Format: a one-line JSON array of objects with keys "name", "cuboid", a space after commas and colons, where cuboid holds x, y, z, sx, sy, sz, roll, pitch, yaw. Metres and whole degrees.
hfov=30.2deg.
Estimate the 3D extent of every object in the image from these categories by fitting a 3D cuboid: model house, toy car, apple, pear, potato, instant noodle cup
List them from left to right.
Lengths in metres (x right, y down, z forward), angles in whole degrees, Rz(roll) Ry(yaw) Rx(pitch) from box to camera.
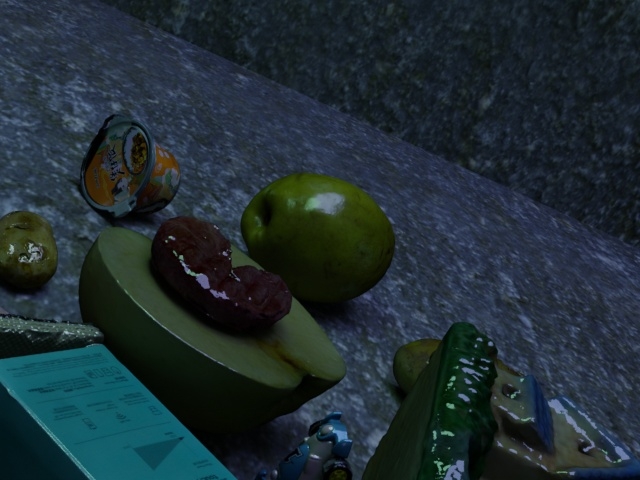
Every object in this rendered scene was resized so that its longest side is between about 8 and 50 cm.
[{"name": "potato", "cuboid": [-0.457, 0.012, 1.833, 0.107, 0.080, 0.170, 35, 15, -21]}, {"name": "instant noodle cup", "cuboid": [-0.345, -0.124, 2.221, 0.177, 0.208, 0.125, -7, -20, 30]}, {"name": "apple", "cuboid": [-0.153, 0.117, 1.688, 0.320, 0.312, 0.360, -38, 69, -24]}, {"name": "toy car", "cuboid": [-0.023, 0.310, 1.580, 0.098, 0.162, 0.126, 9, 27, -20]}, {"name": "pear", "cuboid": [0.000, 0.000, 2.258, 0.307, 0.253, 0.253, 29, 15, -39]}, {"name": "potato", "cuboid": [0.268, 0.266, 2.103, 0.298, 0.141, 0.176, 30, 10, 1]}, {"name": "model house", "cuboid": [0.238, 0.377, 1.530, 0.342, 0.335, 0.382, 26, 30, -3]}]

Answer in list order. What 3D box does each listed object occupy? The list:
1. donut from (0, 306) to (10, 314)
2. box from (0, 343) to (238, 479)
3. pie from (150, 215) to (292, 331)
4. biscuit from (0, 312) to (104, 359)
[{"name": "donut", "cuboid": [-0.474, 0.118, 1.564, 0.166, 0.065, 0.117, 17, 24, -33]}, {"name": "box", "cuboid": [-0.263, 0.265, 1.410, 0.311, 0.118, 0.205, 38, 24, 27]}, {"name": "pie", "cuboid": [-0.143, 0.047, 1.664, 0.218, 0.054, 0.204, 42, 20, 15]}, {"name": "biscuit", "cuboid": [-0.384, 0.154, 1.515, 0.199, 0.121, 0.040, 10, 28, -43]}]
